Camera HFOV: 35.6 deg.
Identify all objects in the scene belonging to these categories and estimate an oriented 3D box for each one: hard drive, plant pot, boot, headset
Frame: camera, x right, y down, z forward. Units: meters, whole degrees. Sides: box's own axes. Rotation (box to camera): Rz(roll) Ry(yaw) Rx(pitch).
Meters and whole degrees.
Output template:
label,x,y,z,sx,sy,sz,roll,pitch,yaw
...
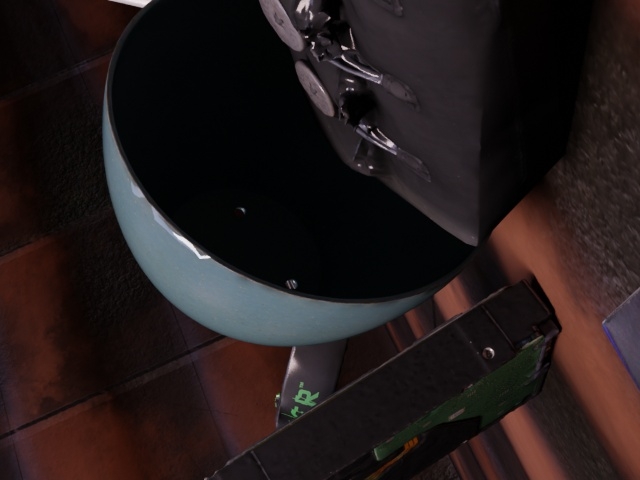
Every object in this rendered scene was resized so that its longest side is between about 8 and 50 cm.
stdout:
label,x,y,z,sx,sy,sz,roll,pitch,yaw
hard drive,0.056,0.179,0.917,0.064,0.339,0.237,56,174,23
plant pot,-0.034,-0.033,0.769,0.290,0.290,0.195,64,148,23
boot,-0.018,-0.216,0.500,0.367,0.146,0.445,58,-177,22
headset,0.000,0.000,1.021,0.243,0.185,0.394,102,-175,-59

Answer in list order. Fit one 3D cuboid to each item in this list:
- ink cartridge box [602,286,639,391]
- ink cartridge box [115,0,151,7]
label,x,y,z,sx,sy,sz,roll,pitch,yaw
ink cartridge box,0.161,0.048,0.222,0.332,0.065,0.165,101,145,-67
ink cartridge box,-0.086,-0.277,0.833,0.066,0.232,0.189,-59,-19,-61
